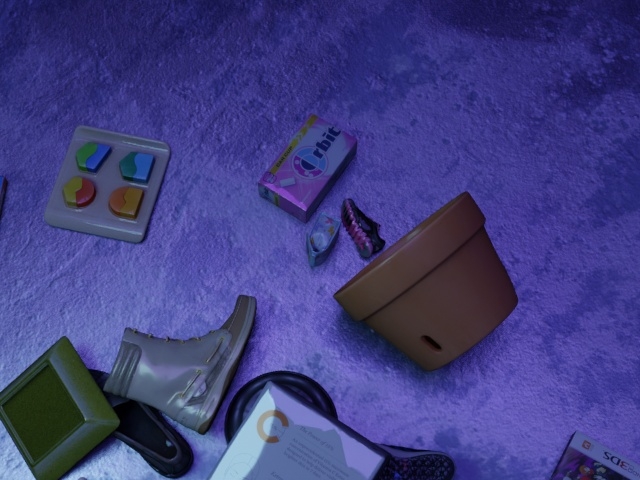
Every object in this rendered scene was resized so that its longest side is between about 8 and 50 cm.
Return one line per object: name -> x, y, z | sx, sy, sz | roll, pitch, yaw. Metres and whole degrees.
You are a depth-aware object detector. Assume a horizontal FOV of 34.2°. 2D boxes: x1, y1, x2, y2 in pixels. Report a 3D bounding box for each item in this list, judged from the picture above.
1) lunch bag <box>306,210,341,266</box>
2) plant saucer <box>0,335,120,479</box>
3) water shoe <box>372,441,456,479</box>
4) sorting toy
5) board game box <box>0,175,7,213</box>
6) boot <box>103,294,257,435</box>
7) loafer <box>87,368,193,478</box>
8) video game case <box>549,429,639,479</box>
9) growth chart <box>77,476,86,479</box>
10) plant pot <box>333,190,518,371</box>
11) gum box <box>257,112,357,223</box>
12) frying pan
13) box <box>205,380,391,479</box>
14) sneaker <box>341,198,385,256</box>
lunch bag -> 0.000, 0.000, 1.887 | 0.053, 0.071, 0.083 | 22, 70, 7
plant saucer -> -0.456, 0.287, 1.735 | 0.188, 0.045, 0.188 | -41, 72, 12
water shoe -> 0.123, 0.377, 1.732 | 0.203, 0.080, 0.073 | 7, 80, 7
sorting toy -> -0.398, -0.111, 1.945 | 0.193, 0.038, 0.208 | 11, 68, 4
board game box -> -0.670, 0.008, 1.898 | 0.145, 0.027, 0.281 | 4, 68, 2
boot -> -0.235, 0.178, 1.780 | 0.203, 0.095, 0.262 | 22, 64, 0
loafer -> -0.324, 0.295, 1.754 | 0.267, 0.084, 0.096 | 35, 71, 12
video game case -> 0.465, 0.465, 1.718 | 0.210, 0.042, 0.232 | 29, 70, 12
growth chart -> -0.382, 0.506, 1.671 | 0.172, 0.021, 0.237 | -31, 61, -21
plant pot -> 0.196, 0.082, 1.763 | 0.291, 0.291, 0.203 | -39, 90, -15
gum box -> -0.020, -0.141, 1.949 | 0.107, 0.062, 0.188 | 32, 71, 11
frying pan -> -0.039, 0.366, 1.753 | 0.197, 0.053, 0.326 | -24, 67, -10
box -> -0.072, 0.423, 1.620 | 0.215, 0.168, 0.345 | 32, 85, 12
sneaker -> 0.080, -0.028, 1.920 | 0.057, 0.047, 0.119 | -18, 71, -26
